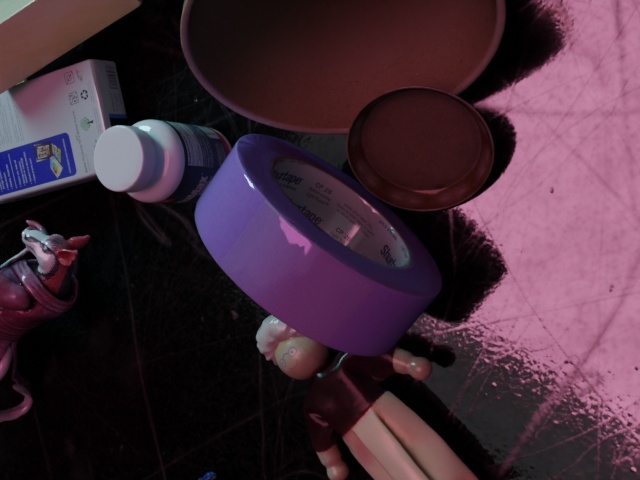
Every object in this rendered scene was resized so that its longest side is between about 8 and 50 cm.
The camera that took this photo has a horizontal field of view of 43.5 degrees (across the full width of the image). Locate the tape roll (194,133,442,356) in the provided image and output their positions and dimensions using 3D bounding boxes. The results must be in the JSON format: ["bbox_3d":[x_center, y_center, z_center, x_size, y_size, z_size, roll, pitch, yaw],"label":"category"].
[{"bbox_3d":[0.000,0.000,0.890,0.275,0.275,0.090,45,110,19],"label":"tape roll"}]

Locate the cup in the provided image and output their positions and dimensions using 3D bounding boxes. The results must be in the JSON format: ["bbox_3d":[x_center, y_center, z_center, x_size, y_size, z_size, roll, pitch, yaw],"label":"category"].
[{"bbox_3d":[0.017,-0.306,0.873,0.331,0.331,0.237,-18,60,28],"label":"cup"}]

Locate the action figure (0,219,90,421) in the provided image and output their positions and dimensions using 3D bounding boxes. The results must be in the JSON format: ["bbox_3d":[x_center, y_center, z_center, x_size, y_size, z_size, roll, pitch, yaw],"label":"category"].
[{"bbox_3d":[-0.463,0.104,1.161,0.370,0.248,0.276,-27,80,29],"label":"action figure"}]

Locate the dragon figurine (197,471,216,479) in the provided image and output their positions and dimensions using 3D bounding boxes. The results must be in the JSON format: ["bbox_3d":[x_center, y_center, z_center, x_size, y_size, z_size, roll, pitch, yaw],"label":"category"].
[{"bbox_3d":[-0.196,0.458,1.123,0.144,0.085,0.289,40,109,21],"label":"dragon figurine"}]

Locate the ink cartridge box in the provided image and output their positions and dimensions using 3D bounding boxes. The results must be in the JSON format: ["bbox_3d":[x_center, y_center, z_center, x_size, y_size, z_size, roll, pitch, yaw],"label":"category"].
[{"bbox_3d":[-0.441,-0.153,1.227,0.332,0.065,0.165,-10,93,24],"label":"ink cartridge box"}]

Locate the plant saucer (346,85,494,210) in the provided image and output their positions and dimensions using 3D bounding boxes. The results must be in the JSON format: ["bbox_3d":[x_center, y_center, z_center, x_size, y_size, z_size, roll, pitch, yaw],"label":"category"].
[{"bbox_3d":[0.114,-0.108,0.921,0.168,0.029,0.168,8,130,9],"label":"plant saucer"}]

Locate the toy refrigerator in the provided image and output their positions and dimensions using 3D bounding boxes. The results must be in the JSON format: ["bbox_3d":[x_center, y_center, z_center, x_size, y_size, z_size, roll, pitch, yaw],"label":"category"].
[{"bbox_3d":[-0.382,-0.323,1.146,0.269,0.094,0.102,-26,42,16],"label":"toy refrigerator"}]

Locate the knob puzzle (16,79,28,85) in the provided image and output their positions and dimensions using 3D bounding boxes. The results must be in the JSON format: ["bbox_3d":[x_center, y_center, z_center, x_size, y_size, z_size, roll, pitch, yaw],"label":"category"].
[{"bbox_3d":[-0.571,-0.241,1.321,0.213,0.030,0.213,6,104,22],"label":"knob puzzle"}]

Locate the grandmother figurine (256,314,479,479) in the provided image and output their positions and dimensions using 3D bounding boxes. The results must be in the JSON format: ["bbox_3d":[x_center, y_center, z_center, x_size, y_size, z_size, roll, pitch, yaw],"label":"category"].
[{"bbox_3d":[0.055,0.209,0.972,0.342,0.104,0.208,44,102,17],"label":"grandmother figurine"}]

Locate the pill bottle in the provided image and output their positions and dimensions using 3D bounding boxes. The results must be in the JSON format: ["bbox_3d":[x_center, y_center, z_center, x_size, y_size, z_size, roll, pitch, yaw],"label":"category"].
[{"bbox_3d":[-0.203,-0.102,1.048,0.108,0.180,0.108,1,93,29],"label":"pill bottle"}]
